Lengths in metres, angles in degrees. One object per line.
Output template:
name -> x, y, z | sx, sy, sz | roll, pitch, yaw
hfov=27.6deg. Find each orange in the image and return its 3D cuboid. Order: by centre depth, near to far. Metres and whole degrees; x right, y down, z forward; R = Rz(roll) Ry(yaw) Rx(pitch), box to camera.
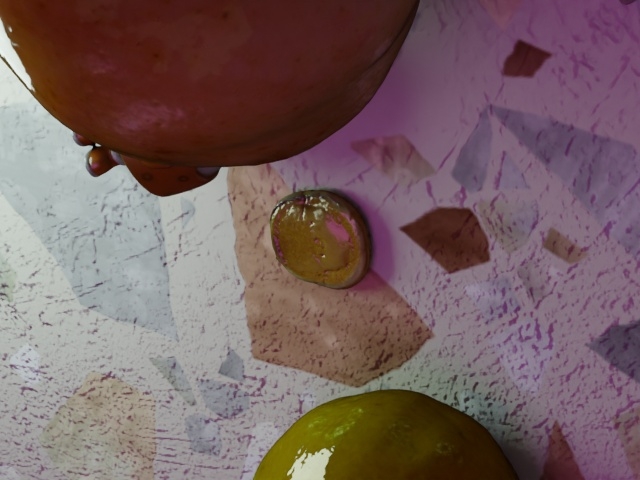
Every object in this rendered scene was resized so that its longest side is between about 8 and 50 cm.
orange -> 0.061, 0.278, 1.217 | 0.279, 0.235, 0.279 | 8, 112, 21

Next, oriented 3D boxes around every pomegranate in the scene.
pomegranate -> -0.085, -0.264, 0.954 | 0.412, 0.411, 0.411 | 15, 122, 26

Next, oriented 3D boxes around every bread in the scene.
bread -> 0.000, 0.000, 1.247 | 0.110, 0.024, 0.110 | 16, 122, 26

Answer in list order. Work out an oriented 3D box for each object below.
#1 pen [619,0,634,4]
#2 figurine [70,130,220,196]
pen -> 0.285, -0.239, 0.933 | 0.197, 0.032, 0.053 | -33, 94, 42
figurine -> -0.098, -0.126, 1.191 | 0.271, 0.143, 0.143 | -22, 103, 5
